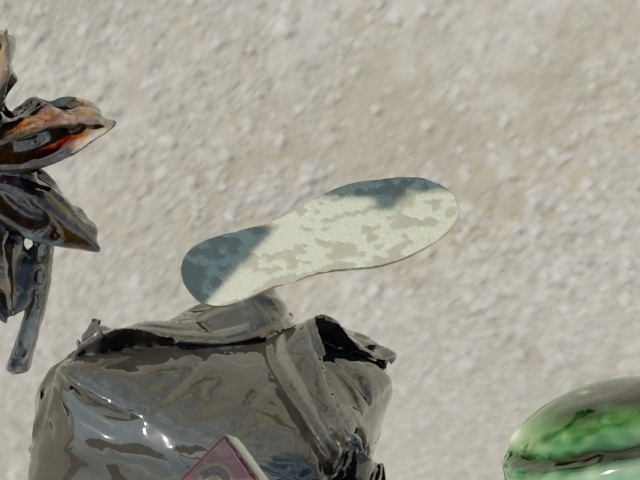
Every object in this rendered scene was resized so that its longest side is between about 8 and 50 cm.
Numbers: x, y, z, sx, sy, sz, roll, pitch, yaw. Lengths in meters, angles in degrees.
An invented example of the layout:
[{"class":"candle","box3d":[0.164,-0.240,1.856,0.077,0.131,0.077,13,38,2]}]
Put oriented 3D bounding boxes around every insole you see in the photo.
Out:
[{"class":"insole","box3d":[0.000,0.000,1.190,0.193,0.006,0.065,-18,66,-8]}]

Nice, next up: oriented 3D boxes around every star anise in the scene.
[{"class":"star anise","box3d":[-0.234,-0.037,1.170,0.230,0.081,0.262,-18,114,9]}]

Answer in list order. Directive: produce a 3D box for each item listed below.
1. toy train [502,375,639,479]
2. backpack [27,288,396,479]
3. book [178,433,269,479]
[{"class":"toy train","box3d":[0.079,0.191,0.324,0.159,0.129,0.326,-27,105,-55]},{"class":"backpack","box3d":[-0.090,0.179,1.872,0.363,0.255,0.446,20,19,9]},{"class":"book","box3d":[-0.103,0.280,1.320,0.232,0.022,0.162,-45,60,7]}]
